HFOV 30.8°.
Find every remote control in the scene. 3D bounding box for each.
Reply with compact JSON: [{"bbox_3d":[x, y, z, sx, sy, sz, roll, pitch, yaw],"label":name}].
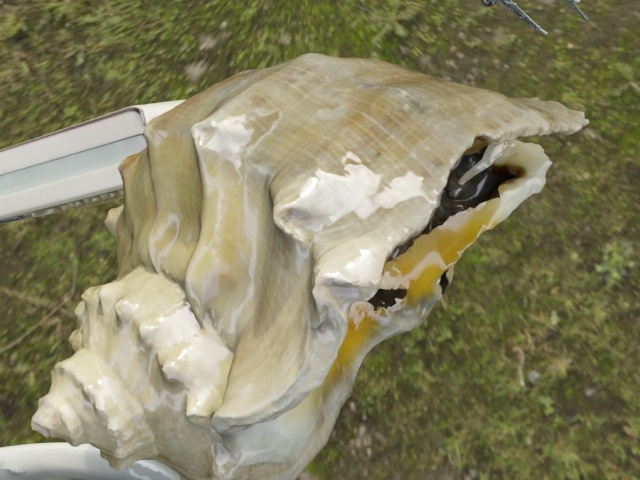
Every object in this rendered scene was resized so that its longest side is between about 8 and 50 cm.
[{"bbox_3d":[-0.181,-0.049,0.853,0.277,0.103,0.055,-11,93,39],"label":"remote control"}]

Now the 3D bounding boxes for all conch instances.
[{"bbox_3d":[-0.009,-0.006,0.597,0.186,0.263,0.324,45,67,-7],"label":"conch"}]

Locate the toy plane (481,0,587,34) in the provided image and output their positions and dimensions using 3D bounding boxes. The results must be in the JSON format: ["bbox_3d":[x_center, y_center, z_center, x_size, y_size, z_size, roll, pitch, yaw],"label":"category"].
[{"bbox_3d":[0.171,-0.275,1.187,0.226,0.226,0.058,16,79,28],"label":"toy plane"}]

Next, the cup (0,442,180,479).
[{"bbox_3d":[-0.230,0.224,0.662,0.327,0.323,0.236,17,136,36],"label":"cup"}]
